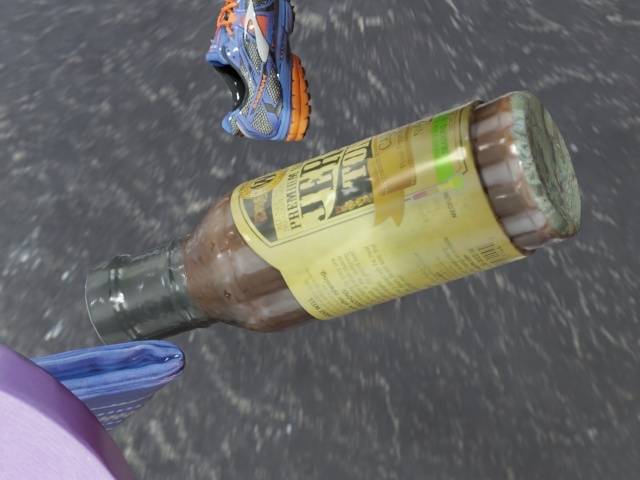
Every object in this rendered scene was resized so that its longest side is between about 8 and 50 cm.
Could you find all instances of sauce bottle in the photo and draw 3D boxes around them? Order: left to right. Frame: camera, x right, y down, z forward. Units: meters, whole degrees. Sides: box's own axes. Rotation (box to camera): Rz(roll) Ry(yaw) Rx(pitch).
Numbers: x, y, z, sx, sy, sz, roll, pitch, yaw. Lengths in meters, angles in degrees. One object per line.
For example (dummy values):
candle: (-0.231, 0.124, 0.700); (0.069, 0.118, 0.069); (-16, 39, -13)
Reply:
sauce bottle: (0.000, 0.000, 1.280); (0.344, 0.111, 0.111); (-19, 100, 21)

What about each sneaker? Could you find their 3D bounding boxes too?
sneaker: (-0.070, -0.199, 1.809); (0.087, 0.083, 0.221); (-12, 91, -15)

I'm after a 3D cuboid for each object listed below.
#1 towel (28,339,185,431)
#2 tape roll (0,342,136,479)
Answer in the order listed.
towel: (-0.254, 0.135, 1.209); (0.243, 0.336, 0.040); (-8, 74, -32)
tape roll: (-0.201, 0.172, 0.805); (0.275, 0.090, 0.274); (-2, 100, -10)
